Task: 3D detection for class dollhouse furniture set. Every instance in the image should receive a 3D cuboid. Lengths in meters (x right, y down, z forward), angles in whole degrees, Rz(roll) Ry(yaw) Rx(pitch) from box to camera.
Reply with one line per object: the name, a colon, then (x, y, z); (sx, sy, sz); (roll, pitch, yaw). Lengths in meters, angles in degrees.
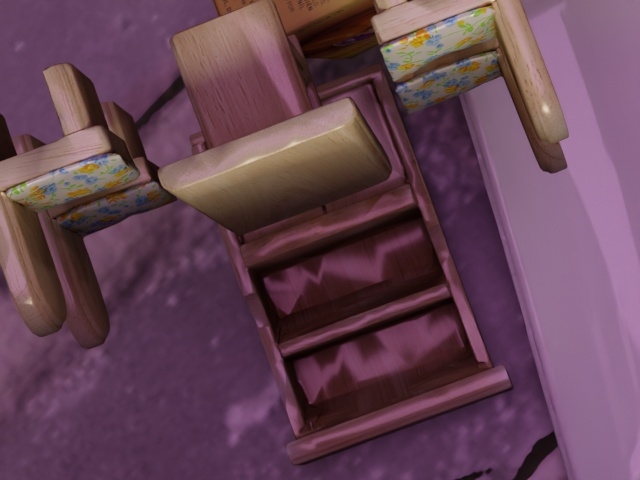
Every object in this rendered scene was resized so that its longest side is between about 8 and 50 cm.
dollhouse furniture set: (0.000, 0.000, 0.778); (0.212, 0.242, 0.161); (-21, 81, 5)

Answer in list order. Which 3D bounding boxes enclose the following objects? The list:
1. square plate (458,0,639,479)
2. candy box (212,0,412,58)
square plate: (0.230, -0.070, 0.797); (0.347, 0.049, 0.344); (-17, 88, 26)
candy box: (0.055, -0.136, 0.789); (0.187, 0.109, 0.053); (-23, 84, 28)
